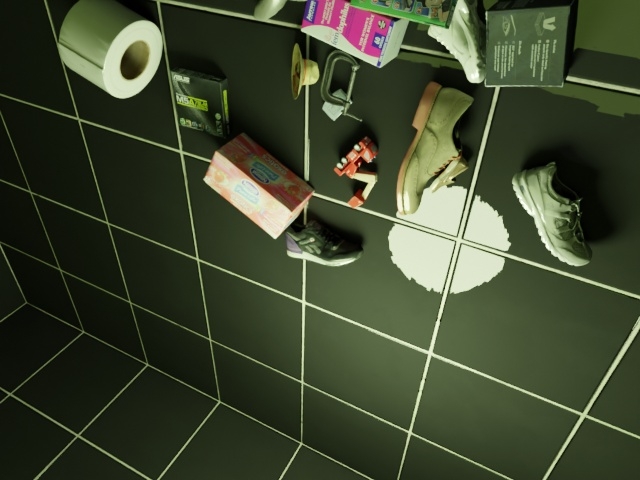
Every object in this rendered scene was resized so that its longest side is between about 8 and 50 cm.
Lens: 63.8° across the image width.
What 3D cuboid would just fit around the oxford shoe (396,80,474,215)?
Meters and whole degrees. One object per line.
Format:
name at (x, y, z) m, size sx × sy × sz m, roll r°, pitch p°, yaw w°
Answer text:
oxford shoe at (0.278, -0.205, 1.276) m, size 0.130 × 0.123 × 0.348 m, roll 20°, pitch 123°, yaw 14°

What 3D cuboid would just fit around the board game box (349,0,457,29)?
board game box at (0.200, -0.609, 1.017) m, size 0.213 × 0.046 × 0.317 m, roll 22°, pitch 112°, yaw 18°

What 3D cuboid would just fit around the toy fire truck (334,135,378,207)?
toy fire truck at (0.114, -0.192, 1.469) m, size 0.135 × 0.047 × 0.192 m, roll 44°, pitch 134°, yaw -4°

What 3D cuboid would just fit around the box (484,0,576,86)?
box at (0.430, -0.407, 1.061) m, size 0.158 × 0.093 × 0.156 m, roll 10°, pitch 128°, yaw 29°

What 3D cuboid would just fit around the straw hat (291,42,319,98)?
straw hat at (-0.037, -0.445, 1.359) m, size 0.061 × 0.144 × 0.144 m, roll -1°, pitch 132°, yaw -12°

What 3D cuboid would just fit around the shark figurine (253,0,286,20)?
shark figurine at (-0.119, -0.657, 1.221) m, size 0.166 × 0.116 × 0.278 m, roll 15°, pitch 132°, yaw 22°

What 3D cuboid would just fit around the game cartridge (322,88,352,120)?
game cartridge at (0.044, -0.372, 1.400) m, size 0.056 × 0.017 × 0.083 m, roll 44°, pitch 135°, yaw -9°

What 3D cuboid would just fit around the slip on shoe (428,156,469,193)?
slip on shoe at (0.335, -0.165, 1.345) m, size 0.041 × 0.051 × 0.135 m, roll 43°, pitch 128°, yaw 6°

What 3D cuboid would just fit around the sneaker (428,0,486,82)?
sneaker at (0.299, -0.455, 1.129) m, size 0.115 × 0.090 × 0.232 m, roll -7°, pitch 110°, yaw 44°

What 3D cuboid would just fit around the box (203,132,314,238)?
box at (-0.194, -0.173, 1.613) m, size 0.300 × 0.154 × 0.142 m, roll 40°, pitch 136°, yaw 2°

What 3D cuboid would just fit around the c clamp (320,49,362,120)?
c clamp at (0.063, -0.408, 1.343) m, size 0.137 × 0.022 × 0.160 m, roll 22°, pitch 122°, yaw 25°

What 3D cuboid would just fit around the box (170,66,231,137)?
box at (-0.372, -0.431, 1.608) m, size 0.191 × 0.045 × 0.184 m, roll 19°, pitch 134°, yaw 19°

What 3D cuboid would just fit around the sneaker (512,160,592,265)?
sneaker at (0.577, -0.059, 1.225) m, size 0.115 × 0.105 × 0.281 m, roll -29°, pitch 104°, yaw 44°

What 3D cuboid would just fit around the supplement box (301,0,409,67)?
supplement box at (0.081, -0.512, 1.200) m, size 0.220 × 0.114 × 0.111 m, roll 30°, pitch 134°, yaw 13°

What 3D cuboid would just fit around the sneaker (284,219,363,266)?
sneaker at (0.000, 0.000, 1.657) m, size 0.283 × 0.107 × 0.124 m, roll 6°, pitch 120°, yaw 30°

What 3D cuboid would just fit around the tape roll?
tape roll at (-0.613, -0.570, 1.519) m, size 0.169 × 0.246 × 0.246 m, roll 32°, pitch 135°, yaw 8°
